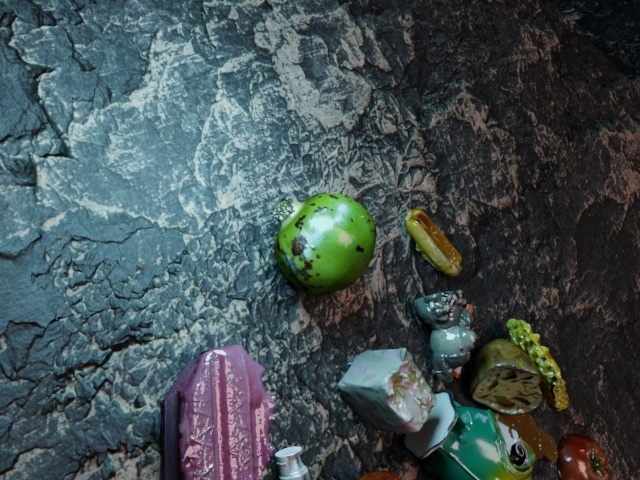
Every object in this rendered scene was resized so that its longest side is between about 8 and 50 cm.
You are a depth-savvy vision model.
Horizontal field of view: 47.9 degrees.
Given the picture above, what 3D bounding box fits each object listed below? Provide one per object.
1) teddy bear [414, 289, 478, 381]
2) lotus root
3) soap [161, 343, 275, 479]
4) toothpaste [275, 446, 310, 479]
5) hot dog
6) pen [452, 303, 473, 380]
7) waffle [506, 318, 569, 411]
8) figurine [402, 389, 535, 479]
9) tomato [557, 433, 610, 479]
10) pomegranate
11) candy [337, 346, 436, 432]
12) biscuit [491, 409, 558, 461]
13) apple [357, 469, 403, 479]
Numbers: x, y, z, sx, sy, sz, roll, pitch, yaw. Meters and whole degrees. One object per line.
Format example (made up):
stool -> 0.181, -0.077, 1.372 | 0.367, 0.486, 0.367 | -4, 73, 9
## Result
teddy bear -> 0.368, 0.245, 1.983 | 0.171, 0.144, 0.250 | -25, 95, -50
lotus root -> 0.537, 0.374, 2.057 | 0.199, 0.188, 0.180 | 27, 34, -8
soap -> -0.206, 0.369, 1.441 | 0.220, 0.127, 0.324 | 12, 68, -40
toothpaste -> -0.033, 0.614, 1.561 | 0.100, 0.066, 0.323 | -12, 89, -48
hot dog -> 0.324, 0.017, 2.070 | 0.250, 0.076, 0.104 | 48, 31, -24
pen -> 0.410, 0.291, 2.081 | 0.028, 0.028, 0.239 | 36, 55, -28
waffle -> 0.644, 0.374, 2.123 | 0.060, 0.307, 0.311 | -28, 105, 1
figurine -> 0.392, 0.545, 1.851 | 0.340, 0.231, 0.323 | 36, 19, -17
tomato -> 0.846, 0.719, 2.291 | 0.225, 0.085, 0.224 | 14, 66, -35
pomegranate -> 0.000, 0.000, 1.682 | 0.271, 0.254, 0.254 | 36, 54, -14
candy -> 0.158, 0.358, 1.731 | 0.137, 0.195, 0.184 | -45, 111, -36
biscuit -> 0.603, 0.596, 2.140 | 0.320, 0.047, 0.183 | 19, 66, -36
apple -> 0.137, 0.637, 1.599 | 0.230, 0.230, 0.229 | 15, 67, -38
